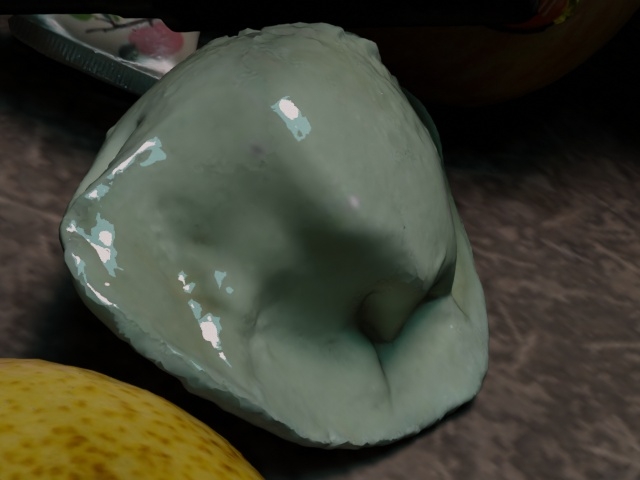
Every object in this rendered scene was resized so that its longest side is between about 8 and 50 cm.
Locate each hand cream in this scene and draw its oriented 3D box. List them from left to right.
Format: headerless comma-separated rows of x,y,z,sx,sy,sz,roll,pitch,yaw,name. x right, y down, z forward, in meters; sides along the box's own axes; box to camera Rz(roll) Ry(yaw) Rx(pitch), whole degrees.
-0.077,-0.141,0.844,0.080,0.050,0.234,24,39,-11,hand cream

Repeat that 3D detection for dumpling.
0.000,-0.013,0.650,0.152,0.108,0.219,32,37,14,dumpling

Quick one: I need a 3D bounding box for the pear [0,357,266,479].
-0.072,0.107,0.397,0.178,0.178,0.178,16,34,-11,pear

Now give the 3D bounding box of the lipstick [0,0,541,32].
-0.063,-0.118,0.702,0.299,0.081,0.081,2,31,13,lipstick

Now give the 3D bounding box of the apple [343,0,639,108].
0.057,-0.164,0.813,0.211,0.188,0.211,23,36,-18,apple
